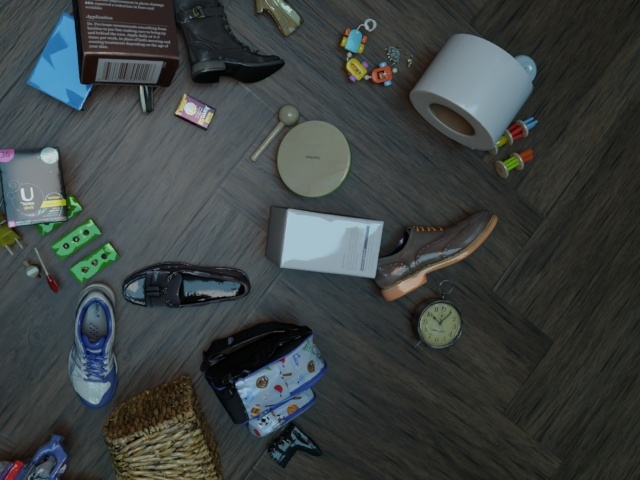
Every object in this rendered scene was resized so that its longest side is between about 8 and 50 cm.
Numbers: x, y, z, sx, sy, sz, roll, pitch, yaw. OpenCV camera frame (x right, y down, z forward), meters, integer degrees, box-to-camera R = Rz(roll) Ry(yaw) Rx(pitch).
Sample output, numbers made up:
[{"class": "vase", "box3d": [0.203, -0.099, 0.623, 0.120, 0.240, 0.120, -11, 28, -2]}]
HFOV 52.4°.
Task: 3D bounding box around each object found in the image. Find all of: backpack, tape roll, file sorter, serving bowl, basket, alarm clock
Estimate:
[{"class": "backpack", "box3d": [-0.116, 0.313, 1.524, 0.263, 0.276, 0.213, -33, 106, -15]}, {"class": "tape roll", "box3d": [0.362, -0.356, 1.577, 0.246, 0.246, 0.169, 35, 87, -14]}, {"class": "file sorter", "box3d": [-0.541, -0.384, 1.430, 0.118, 0.104, 0.170, 27, 88, -14]}, {"class": "serving bowl", "box3d": [0.538, -0.451, 1.720, 0.083, 0.027, 0.083, -1, 96, -13]}, {"class": "basket", "box3d": [-0.350, 0.471, 1.451, 0.213, 0.299, 0.223, -20, 99, -11]}, {"class": "alarm clock", "box3d": [0.310, 0.197, 1.706, 0.129, 0.064, 0.192, 13, 94, -14]}]

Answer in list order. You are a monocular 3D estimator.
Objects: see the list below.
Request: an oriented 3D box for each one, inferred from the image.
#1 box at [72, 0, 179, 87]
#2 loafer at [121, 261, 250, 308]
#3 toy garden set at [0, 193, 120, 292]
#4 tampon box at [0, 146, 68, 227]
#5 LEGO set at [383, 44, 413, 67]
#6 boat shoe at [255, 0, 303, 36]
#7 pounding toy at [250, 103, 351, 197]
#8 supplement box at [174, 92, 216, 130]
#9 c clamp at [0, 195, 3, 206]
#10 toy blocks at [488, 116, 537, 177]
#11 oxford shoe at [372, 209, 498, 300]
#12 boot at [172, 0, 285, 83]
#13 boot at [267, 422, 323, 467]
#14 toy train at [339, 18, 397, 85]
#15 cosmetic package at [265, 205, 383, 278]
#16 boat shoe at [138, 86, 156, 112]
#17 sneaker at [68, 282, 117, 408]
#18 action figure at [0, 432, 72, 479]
[{"class": "box", "box3d": [-0.420, -0.521, 1.358, 0.191, 0.143, 0.381, -3, 78, -24]}, {"class": "loafer", "box3d": [-0.314, 0.108, 1.532, 0.302, 0.095, 0.109, -2, 95, -13]}, {"class": "toy garden set", "box3d": [-0.616, -0.004, 1.478, 0.204, 0.049, 0.244, -36, 103, -10]}, {"class": "tampon box", "box3d": [-0.611, -0.114, 1.383, 0.120, 0.101, 0.161, -8, 96, -24]}, {"class": "LEGO set", "box3d": [0.197, -0.467, 1.639, 0.083, 0.023, 0.054, 1, 95, -13]}, {"class": "boat shoe", "box3d": [-0.127, -0.566, 1.535, 0.072, 0.068, 0.190, -43, 103, 6]}, {"class": "pounding toy", "box3d": [-0.024, -0.205, 1.586, 0.237, 0.110, 0.183, 34, 99, 15]}, {"class": "supplement box", "box3d": [-0.295, -0.301, 1.527, 0.083, 0.043, 0.055, 24, 89, -15]}, {"class": "c clamp", "box3d": [-0.776, -0.059, 1.423, 0.160, 0.022, 0.137, 17, 87, 8]}, {"class": "toy blocks", "box3d": [0.523, -0.251, 1.721, 0.148, 0.054, 0.123, -29, 100, -10]}, {"class": "oxford shoe", "box3d": [0.288, 0.006, 1.655, 0.363, 0.130, 0.133, -33, 94, -10]}, {"class": "boot", "box3d": [-0.220, -0.486, 1.501, 0.263, 0.091, 0.229, -11, 81, -34]}, {"class": "boot", "box3d": [-0.067, 0.536, 1.656, 0.121, 0.045, 0.099, 43, 82, -6]}, {"class": "toy train", "box3d": [0.112, -0.454, 1.612, 0.125, 0.046, 0.166, -22, 103, -12]}, {"class": "cosmetic package", "box3d": [0.000, 0.000, 1.531, 0.224, 0.224, 0.138, 8, 93, -14]}, {"class": "boat shoe", "box3d": [-0.375, -0.404, 1.478, 0.079, 0.084, 0.233, 5, 89, -16]}, {"class": "sneaker", "box3d": [-0.522, 0.250, 1.479, 0.112, 0.131, 0.296, -2, 97, -15]}, {"class": "action figure", "box3d": [-0.647, 0.630, 1.466, 0.330, 0.178, 0.341, 42, 60, -9]}]
